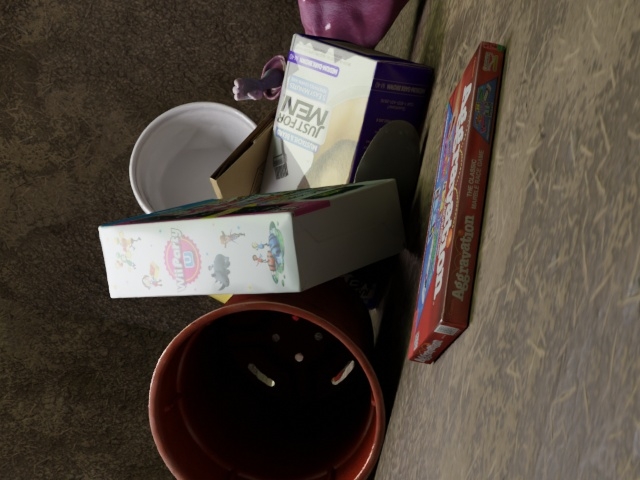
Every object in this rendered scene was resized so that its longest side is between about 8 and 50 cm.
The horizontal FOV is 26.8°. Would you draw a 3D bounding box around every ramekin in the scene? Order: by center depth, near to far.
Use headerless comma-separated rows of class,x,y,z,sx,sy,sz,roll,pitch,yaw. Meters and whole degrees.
ramekin,-0.171,-0.090,1.980,0.109,0.207,0.207,86,-167,-70

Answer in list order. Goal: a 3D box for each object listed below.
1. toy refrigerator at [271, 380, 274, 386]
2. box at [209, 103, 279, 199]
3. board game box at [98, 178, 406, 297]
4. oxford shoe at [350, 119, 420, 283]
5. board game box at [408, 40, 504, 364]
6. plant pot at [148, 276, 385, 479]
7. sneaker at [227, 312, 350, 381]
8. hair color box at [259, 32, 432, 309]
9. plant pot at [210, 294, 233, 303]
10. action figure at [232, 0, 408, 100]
toy refrigerator,-0.038,0.261,2.193,0.269,0.094,0.102,-91,14,-68
box,-0.073,-0.068,1.900,0.164,0.021,0.201,-49,-38,-28
board game box,-0.083,-0.001,1.643,0.224,0.303,0.097,-18,-80,-53
oxford shoe,0.079,-0.055,1.712,0.076,0.076,0.212,-50,-24,-71
board game box,0.129,-0.034,1.285,0.145,0.027,0.281,117,164,-69
plant pot,-0.045,0.162,1.641,0.265,0.272,0.272,-65,-11,-72
sneaker,-0.038,0.121,1.851,0.093,0.225,0.088,-50,42,25
hair color box,0.018,-0.093,1.814,0.185,0.110,0.339,26,110,47
plant pot,-0.153,-0.015,2.128,0.254,0.239,0.254,-165,90,-82
action figure,0.013,-0.286,2.009,0.276,0.248,0.370,-89,15,-72
